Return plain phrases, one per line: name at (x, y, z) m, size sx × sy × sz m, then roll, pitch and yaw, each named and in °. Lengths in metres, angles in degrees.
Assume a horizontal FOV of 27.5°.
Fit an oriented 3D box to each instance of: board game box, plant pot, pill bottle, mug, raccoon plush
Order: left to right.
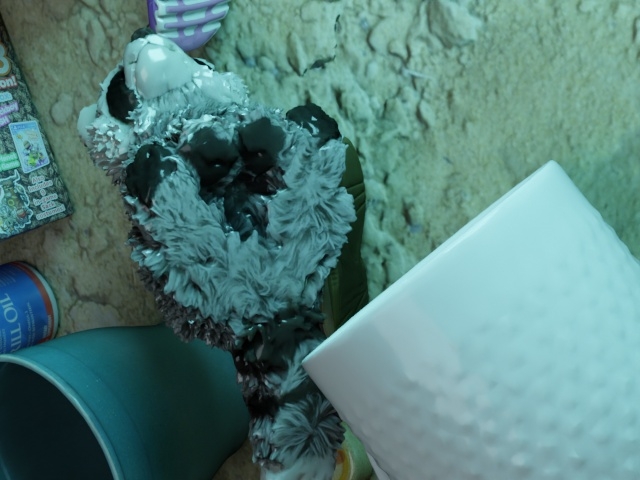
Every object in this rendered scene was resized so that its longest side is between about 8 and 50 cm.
board game box at (-0.475, -0.125, 1.633) m, size 0.232 × 0.141 × 0.291 m, roll -15°, pitch 97°, yaw 42°
pill bottle at (-0.452, 0.115, 1.655) m, size 0.124 × 0.221 × 0.124 m, roll 16°, pitch 117°, yaw 35°
plant pot at (-0.223, 0.214, 1.480) m, size 0.272 × 0.255 × 0.271 m, roll 16°, pitch 117°, yaw 36°
raccoon plush at (-0.127, 0.017, 1.297) m, size 0.299 × 0.216 × 0.446 m, roll -154°, pitch 63°, yaw -62°
mug at (0.168, 0.165, 1.134) m, size 0.328 × 0.276 × 0.374 m, roll 51°, pitch 140°, yaw 3°

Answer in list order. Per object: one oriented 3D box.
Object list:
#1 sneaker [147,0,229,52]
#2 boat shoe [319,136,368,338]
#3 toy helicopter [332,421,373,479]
sneaker at (-0.153, -0.312, 1.333) m, size 0.104 × 0.095 × 0.236 m, roll 17°, pitch 112°, yaw 42°
boat shoe at (0.001, 0.000, 1.328) m, size 0.073 × 0.080 × 0.223 m, roll 11°, pitch 118°, yaw 31°
toy helicopter at (-0.037, 0.348, 1.492) m, size 0.235 × 0.140 × 0.355 m, roll 37°, pitch 117°, yaw 35°
